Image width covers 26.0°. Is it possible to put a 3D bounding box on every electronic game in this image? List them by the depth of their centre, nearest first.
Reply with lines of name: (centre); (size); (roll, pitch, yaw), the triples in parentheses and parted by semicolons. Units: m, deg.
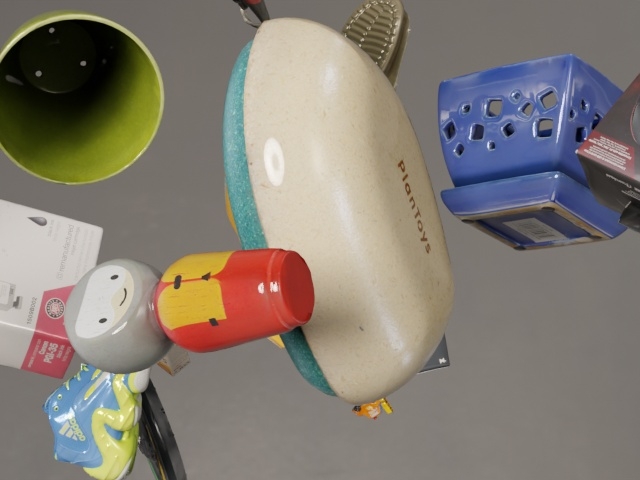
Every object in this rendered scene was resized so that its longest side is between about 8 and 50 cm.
electronic game: (-0.240, 0.266, 1.932); (0.229, 0.048, 0.229); (159, 90, -76)

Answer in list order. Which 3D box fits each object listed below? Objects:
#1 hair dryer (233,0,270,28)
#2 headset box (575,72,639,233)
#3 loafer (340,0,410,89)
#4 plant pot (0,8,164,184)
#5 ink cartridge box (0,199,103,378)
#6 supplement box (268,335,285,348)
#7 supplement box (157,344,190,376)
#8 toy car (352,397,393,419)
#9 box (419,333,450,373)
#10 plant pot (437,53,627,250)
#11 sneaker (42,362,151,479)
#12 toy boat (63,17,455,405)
hair dryer: (-0.102, -0.343, 1.535); (0.223, 0.080, 0.293); (40, 173, -13)
headset box: (0.432, -0.109, 1.460); (0.218, 0.293, 0.110); (32, 167, 39)
loafer: (0.041, -0.142, 1.205); (0.050, 0.056, 0.148); (-7, -59, -60)
plant pot: (-0.415, -0.270, 2.269); (0.293, 0.275, 0.275); (-124, 26, -62)
ink cartridge box: (-0.470, 0.053, 1.948); (0.117, 0.283, 0.207); (125, 156, -51)
supplement box: (0.000, 0.000, 1.498); (0.233, 0.080, 0.078); (-54, 11, 6)
supplement box: (-0.221, 0.135, 1.925); (0.062, 0.036, 0.098); (32, 150, 33)
toy car: (0.089, 0.288, 2.334); (0.040, 0.060, 0.122); (58, 177, -3)
box: (0.106, 0.067, 2.164); (0.184, 0.103, 0.261); (-161, 58, -71)
plant pot: (0.314, -0.112, 1.980); (0.236, 0.236, 0.212); (25, -116, -44)
sneaker: (-0.277, 0.178, 1.714); (0.091, 0.126, 0.240); (-135, 55, -84)
toy boat: (-0.031, -0.001, 0.893); (0.318, 0.148, 0.267); (-37, -67, -62)
